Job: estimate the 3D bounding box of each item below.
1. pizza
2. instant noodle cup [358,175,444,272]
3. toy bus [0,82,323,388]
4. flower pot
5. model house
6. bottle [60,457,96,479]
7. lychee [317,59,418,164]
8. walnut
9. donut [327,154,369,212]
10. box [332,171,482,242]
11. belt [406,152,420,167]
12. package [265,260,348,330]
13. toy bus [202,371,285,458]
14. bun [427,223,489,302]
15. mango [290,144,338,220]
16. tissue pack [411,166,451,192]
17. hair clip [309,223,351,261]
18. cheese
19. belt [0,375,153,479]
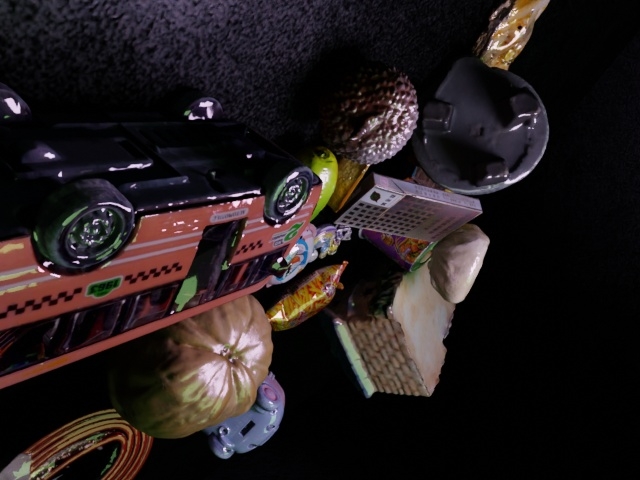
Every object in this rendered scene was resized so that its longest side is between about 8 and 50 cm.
[{"bbox_3d":[0.405,-0.432,1.149,0.189,0.071,0.296,-30,157,-37],"label":"pizza"},{"bbox_3d":[0.265,-0.036,1.508,0.251,0.190,0.251,-39,160,-17],"label":"instant noodle cup"},{"bbox_3d":[-0.201,-0.017,0.548,0.427,0.203,0.232,-17,139,-52],"label":"toy bus"},{"bbox_3d":[0.332,-0.247,1.121,0.299,0.299,0.283,-48,173,10],"label":"flower pot"},{"bbox_3d":[0.193,0.245,1.737,0.400,0.394,0.445,-12,-153,35],"label":"model house"},{"bbox_3d":[-0.523,0.455,1.056,0.253,0.120,0.120,-43,161,-7],"label":"bottle"},{"bbox_3d":[0.076,-0.203,0.818,0.165,0.165,0.197,-54,-168,26],"label":"lychee"},{"bbox_3d":[-0.228,0.201,0.899,0.296,0.285,0.285,-55,170,-36],"label":"walnut"},{"bbox_3d":[0.053,-0.141,0.989,0.178,0.066,0.162,-55,-175,28],"label":"donut"},{"bbox_3d":[0.211,-0.071,1.241,0.325,0.047,0.180,9,150,-29],"label":"box"},{"bbox_3d":[0.260,-0.218,1.324,0.083,0.059,0.036,-6,138,-44],"label":"belt"},{"bbox_3d":[-0.052,0.163,1.426,0.288,0.108,0.223,-31,164,-14],"label":"package"},{"bbox_3d":[-0.221,0.369,1.279,0.197,0.294,0.232,-49,178,10],"label":"toy bus"},{"bbox_3d":[0.373,0.055,1.423,0.231,0.133,0.230,20,90,-80],"label":"bun"},{"bbox_3d":[-0.052,-0.073,0.918,0.125,0.111,0.232,-5,136,-52],"label":"mango"},{"bbox_3d":[0.408,-0.252,1.433,0.271,0.134,0.192,-33,157,-30],"label":"tissue pack"},{"bbox_3d":[0.000,0.000,1.286,0.172,0.049,0.116,-24,140,-28],"label":"hair clip"},{"bbox_3d":[-0.069,0.008,1.105,0.189,0.074,0.285,-31,156,-38],"label":"cheese"},{"bbox_3d":[-0.465,0.398,0.919,0.324,0.115,0.227,-37,128,-18],"label":"belt"}]
